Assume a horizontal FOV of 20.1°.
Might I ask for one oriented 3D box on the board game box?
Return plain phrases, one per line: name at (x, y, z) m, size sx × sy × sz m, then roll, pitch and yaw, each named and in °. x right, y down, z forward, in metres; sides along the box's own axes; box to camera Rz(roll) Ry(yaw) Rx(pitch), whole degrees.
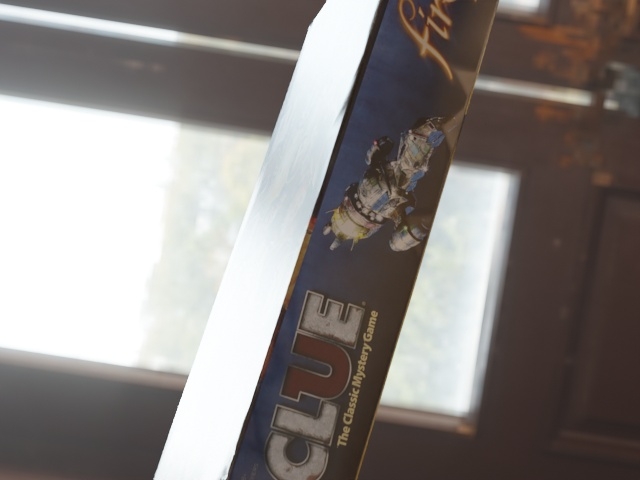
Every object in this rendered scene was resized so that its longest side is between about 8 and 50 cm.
board game box at (0.000, 0.000, 0.668) m, size 0.165 × 0.042 × 0.243 m, roll 134°, pitch 155°, yaw -67°
